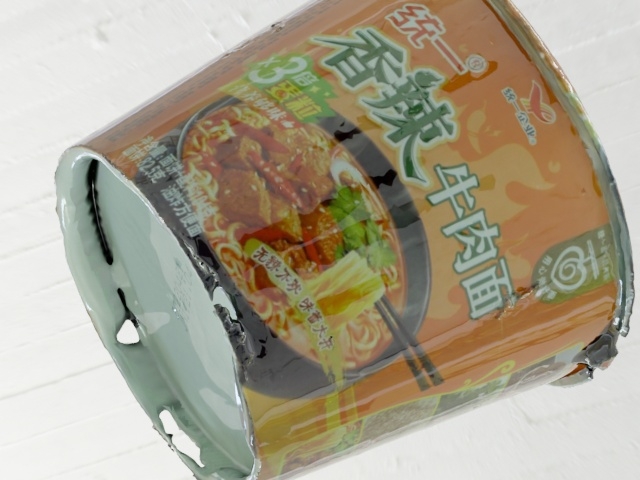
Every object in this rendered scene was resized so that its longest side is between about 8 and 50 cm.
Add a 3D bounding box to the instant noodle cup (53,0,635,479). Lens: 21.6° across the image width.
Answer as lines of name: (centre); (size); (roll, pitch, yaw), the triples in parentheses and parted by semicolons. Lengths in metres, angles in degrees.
instant noodle cup: (0.000, 0.000, 0.758); (0.182, 0.230, 0.230); (-26, -92, -23)
